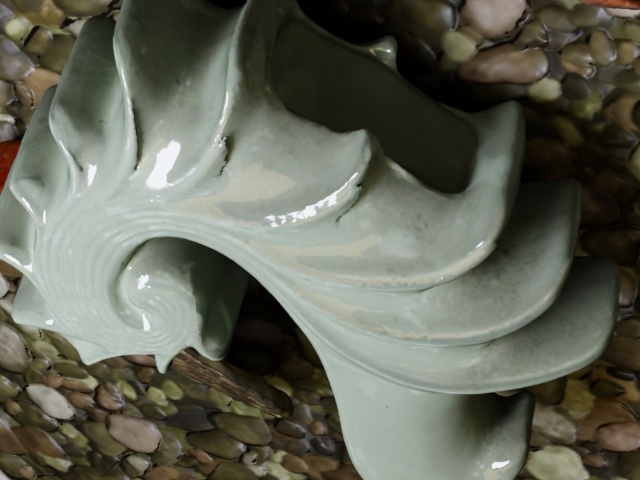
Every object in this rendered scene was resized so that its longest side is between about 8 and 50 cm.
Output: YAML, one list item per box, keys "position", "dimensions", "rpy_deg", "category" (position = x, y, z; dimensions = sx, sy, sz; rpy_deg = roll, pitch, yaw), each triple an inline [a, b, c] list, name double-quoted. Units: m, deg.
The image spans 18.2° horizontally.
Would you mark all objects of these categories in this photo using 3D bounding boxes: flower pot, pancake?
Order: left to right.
- position: [-0.101, 0.073, 1.355]
  dimensions: [0.199, 0.021, 0.199]
  rpy_deg: [28, 173, 4]
  category: "pancake"
- position: [0.000, 0.000, 1.191]
  dimensions: [0.367, 0.164, 0.254]
  rpy_deg: [27, 127, -11]
  category: "flower pot"

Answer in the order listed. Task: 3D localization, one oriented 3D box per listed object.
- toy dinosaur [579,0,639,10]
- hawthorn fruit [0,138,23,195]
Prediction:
- position: [0.085, -0.188, 1.020]
  dimensions: [0.101, 0.055, 0.279]
  rpy_deg: [-43, 121, 13]
  category: "toy dinosaur"
- position: [-0.186, -0.021, 1.320]
  dimensions: [0.093, 0.081, 0.081]
  rpy_deg: [34, 138, -29]
  category: "hawthorn fruit"
